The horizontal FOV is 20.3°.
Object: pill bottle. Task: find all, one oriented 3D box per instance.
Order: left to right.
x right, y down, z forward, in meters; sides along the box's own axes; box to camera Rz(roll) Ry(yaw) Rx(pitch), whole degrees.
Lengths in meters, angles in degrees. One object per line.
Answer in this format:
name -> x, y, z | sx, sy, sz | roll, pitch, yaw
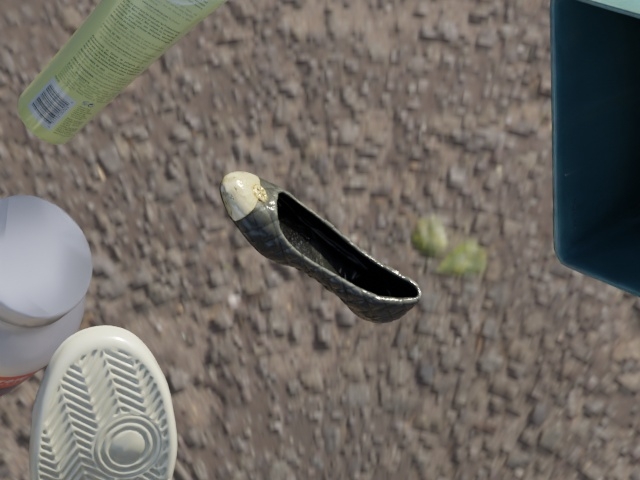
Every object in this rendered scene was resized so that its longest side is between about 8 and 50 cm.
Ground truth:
pill bottle -> -0.353, 0.072, 1.779 | 0.181, 0.323, 0.181 | 15, 61, -29

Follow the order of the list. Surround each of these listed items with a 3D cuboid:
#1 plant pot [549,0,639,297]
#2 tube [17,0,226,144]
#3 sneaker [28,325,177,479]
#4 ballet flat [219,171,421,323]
plant pot -> 0.268, -0.076, 0.997 | 0.234, 0.165, 0.166 | -25, 33, -34
tube -> -0.174, -0.173, 1.556 | 0.070, 0.240, 0.062 | -11, 67, -50
sneaker -> -0.196, 0.219, 1.603 | 0.131, 0.148, 0.350 | -6, 115, -12
ballet flat -> 0.000, 0.000, 1.260 | 0.173, 0.049, 0.057 | 35, 46, -27
